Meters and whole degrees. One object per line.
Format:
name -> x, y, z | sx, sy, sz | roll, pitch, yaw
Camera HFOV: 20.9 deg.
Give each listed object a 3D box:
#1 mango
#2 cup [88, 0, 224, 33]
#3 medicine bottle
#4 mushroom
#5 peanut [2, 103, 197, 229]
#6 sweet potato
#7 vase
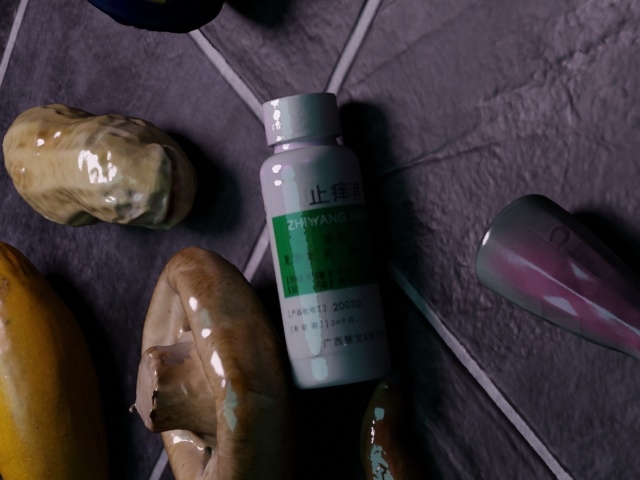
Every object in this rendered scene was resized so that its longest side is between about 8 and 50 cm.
mango -> -0.326, 0.163, 1.940 | 0.359, 0.144, 0.187 | 66, 150, 12
cup -> -0.111, -0.309, 1.579 | 0.255, 0.178, 0.256 | 51, 133, 35
medicine bottle -> 0.000, 0.000, 1.549 | 0.095, 0.095, 0.260 | -14, 85, 51
mushroom -> -0.097, 0.137, 1.635 | 0.278, 0.146, 0.278 | 175, 90, -70
peanut -> -0.233, -0.074, 1.800 | 0.290, 0.130, 0.130 | 10, 103, 51
sweet potato -> 0.066, 0.223, 1.538 | 0.055, 0.058, 0.202 | 26, -119, -86
vase -> 0.219, 0.050, 1.307 | 0.214, 0.086, 0.086 | 37, 123, 36
